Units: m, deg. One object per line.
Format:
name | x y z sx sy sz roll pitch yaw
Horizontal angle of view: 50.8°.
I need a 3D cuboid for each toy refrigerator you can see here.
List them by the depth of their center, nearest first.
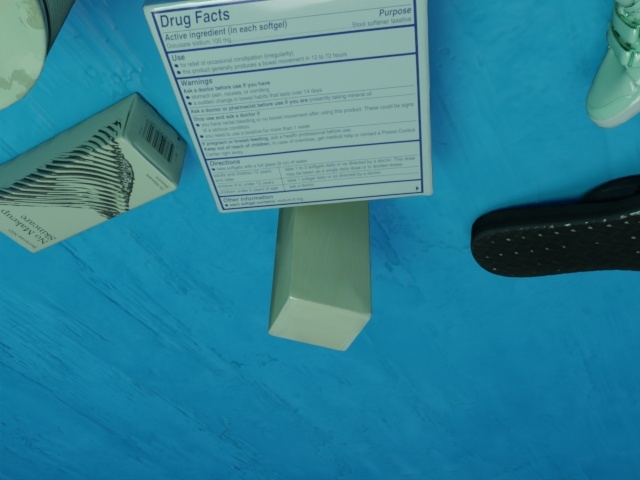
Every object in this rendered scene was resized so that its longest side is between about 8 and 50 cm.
toy refrigerator | 0.000 0.000 0.872 0.102 0.269 0.094 14 137 -15

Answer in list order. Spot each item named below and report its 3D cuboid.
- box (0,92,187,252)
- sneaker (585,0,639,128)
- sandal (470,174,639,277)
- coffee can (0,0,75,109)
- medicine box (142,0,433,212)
box | -0.325 -0.086 0.920 0.275 0.094 0.113 -22 135 24
sneaker | 0.313 -0.243 0.709 0.151 0.094 0.256 8 129 -16
sandal | 0.438 -0.033 0.960 0.446 0.107 0.167 -3 142 25
coffee can | -0.294 -0.269 0.570 0.202 0.275 0.201 1 139 1
medicine box | -0.014 -0.185 0.750 0.263 0.149 0.289 -4 138 7
